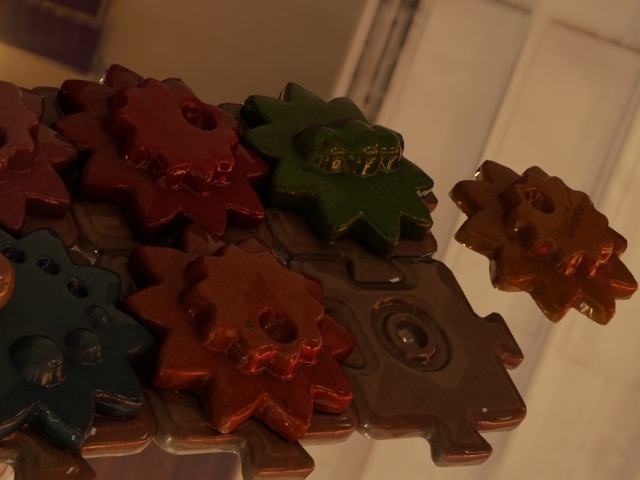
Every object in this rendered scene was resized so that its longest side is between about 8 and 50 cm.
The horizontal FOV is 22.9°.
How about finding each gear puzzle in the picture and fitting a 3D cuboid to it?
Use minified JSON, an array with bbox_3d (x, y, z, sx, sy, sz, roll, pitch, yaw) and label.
[{"bbox_3d":[0.000,0.000,0.567,0.339,0.044,0.175,2,-132,-37],"label":"gear puzzle"}]

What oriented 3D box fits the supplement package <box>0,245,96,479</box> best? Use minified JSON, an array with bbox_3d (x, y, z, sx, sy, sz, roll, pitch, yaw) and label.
[{"bbox_3d":[-0.174,0.071,0.609,0.134,0.139,0.244,24,-157,0],"label":"supplement package"}]
